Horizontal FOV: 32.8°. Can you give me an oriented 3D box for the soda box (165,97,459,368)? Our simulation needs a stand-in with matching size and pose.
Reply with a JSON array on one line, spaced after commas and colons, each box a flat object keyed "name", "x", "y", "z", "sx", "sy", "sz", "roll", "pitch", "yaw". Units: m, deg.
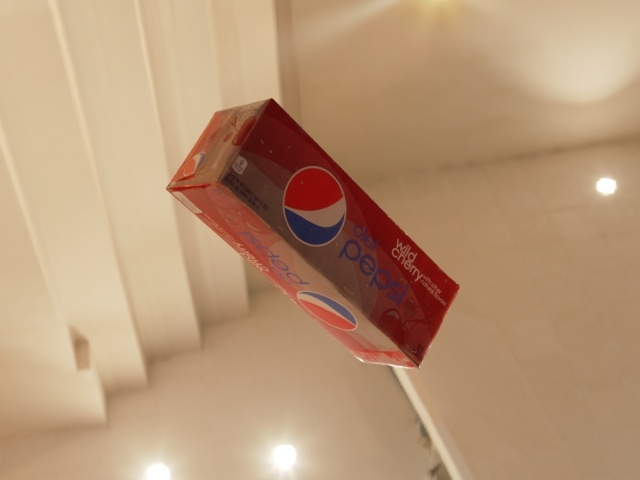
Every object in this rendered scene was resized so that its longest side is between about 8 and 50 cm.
[{"name": "soda box", "x": 0.000, "y": 0.000, "z": 0.928, "sx": 0.083, "sy": 0.263, "sz": 0.092, "roll": -3, "pitch": -130, "yaw": 51}]
